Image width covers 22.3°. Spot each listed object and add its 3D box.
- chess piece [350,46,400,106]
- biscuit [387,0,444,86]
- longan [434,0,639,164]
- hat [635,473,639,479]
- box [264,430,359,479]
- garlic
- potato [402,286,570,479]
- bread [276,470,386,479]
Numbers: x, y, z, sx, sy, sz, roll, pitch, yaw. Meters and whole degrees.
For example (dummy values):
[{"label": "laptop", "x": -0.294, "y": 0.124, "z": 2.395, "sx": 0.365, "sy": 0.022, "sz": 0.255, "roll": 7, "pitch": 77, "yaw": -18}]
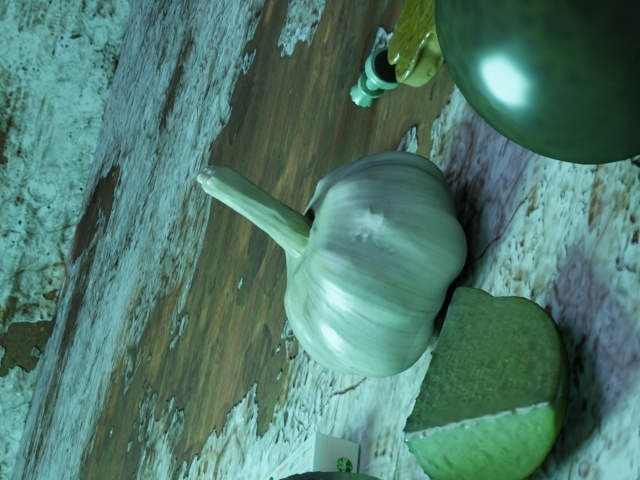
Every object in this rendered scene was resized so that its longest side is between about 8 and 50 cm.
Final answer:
[{"label": "chess piece", "x": 0.054, "y": -0.161, "z": 1.638, "sx": 0.093, "sy": 0.042, "sz": 0.042, "roll": 140, "pitch": 144, "yaw": -68}, {"label": "biscuit", "x": 0.138, "y": -0.276, "z": 1.484, "sx": 0.202, "sy": 0.044, "sz": 0.289, "roll": -113, "pitch": 43, "yaw": -69}, {"label": "longan", "x": 0.169, "y": -0.147, "z": 1.032, "sx": 0.212, "sy": 0.198, "sz": 0.198, "roll": 136, "pitch": 147, "yaw": -59}, {"label": "hat", "x": 0.192, "y": 0.160, "z": 0.862, "sx": 0.166, "sy": 0.081, "sz": 0.122, "roll": -88, "pitch": 24, "yaw": -67}, {"label": "box", "x": -0.013, "y": 0.235, "z": 1.445, "sx": 0.125, "sy": 0.043, "sz": 0.089, "roll": 132, "pitch": 150, "yaw": -53}, {"label": "garlic", "x": 0.000, "y": 0.000, "z": 1.342, "sx": 0.199, "sy": 0.226, "sz": 0.199, "roll": -57, "pitch": 19, "yaw": 31}, {"label": "potato", "x": 0.139, "y": 0.099, "z": 1.120, "sx": 0.120, "sy": 0.081, "sz": 0.149, "roll": -14, "pitch": 36, "yaw": 35}, {"label": "bread", "x": -0.039, "y": 0.327, "z": 1.257, "sx": 0.338, "sy": 0.155, "sz": 0.187, "roll": -49, "pitch": 37, "yaw": 46}]
